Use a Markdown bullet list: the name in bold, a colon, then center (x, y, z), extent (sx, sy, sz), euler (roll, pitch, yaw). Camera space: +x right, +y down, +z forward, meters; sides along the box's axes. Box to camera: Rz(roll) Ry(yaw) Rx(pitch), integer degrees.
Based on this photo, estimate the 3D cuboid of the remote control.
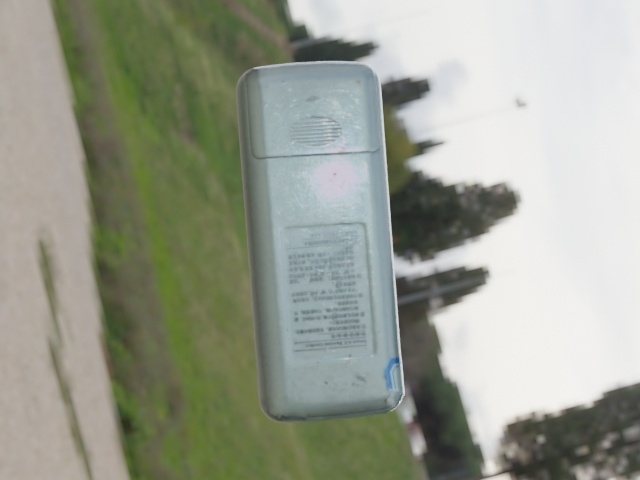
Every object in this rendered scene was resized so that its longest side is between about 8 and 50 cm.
- **remote control**: center (0.000, 0.000, 0.618), extent (0.018, 0.053, 0.124), euler (163, -78, -81)
